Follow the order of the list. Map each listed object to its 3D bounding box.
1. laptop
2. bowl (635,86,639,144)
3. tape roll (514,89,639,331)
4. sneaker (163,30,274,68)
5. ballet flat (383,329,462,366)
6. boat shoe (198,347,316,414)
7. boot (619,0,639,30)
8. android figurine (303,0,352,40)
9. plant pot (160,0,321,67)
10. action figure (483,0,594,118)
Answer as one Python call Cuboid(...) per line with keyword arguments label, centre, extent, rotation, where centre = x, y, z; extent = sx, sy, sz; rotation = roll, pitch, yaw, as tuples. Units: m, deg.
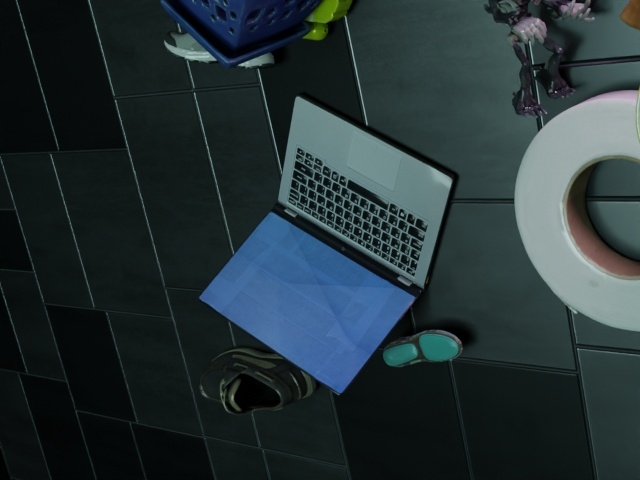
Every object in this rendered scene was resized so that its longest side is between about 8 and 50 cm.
Cuboid(label="laptop", centre=(0.000, 0.000, 2.102), extent=(0.382, 0.236, 0.408), rotation=(31, 128, 27))
Cuboid(label="bowl", centre=(0.592, -0.189, 1.511), extent=(0.289, 0.156, 0.289), rotation=(10, 113, 23))
Cuboid(label="tape roll", centre=(0.492, -0.043, 1.748), extent=(0.392, 0.072, 0.392), rotation=(20, 121, 36))
Cuboid(label="sneaker", centre=(-0.199, -0.403, 2.196), extent=(0.271, 0.100, 0.108), rotation=(11, 104, 34))
Cuboid(label="ballet flat", centre=(0.207, 0.203, 2.139), extent=(0.188, 0.070, 0.070), rotation=(-12, 102, 40))
Cuboid(label="boat shoe", centre=(-0.171, 0.321, 2.487), extent=(0.355, 0.130, 0.132), rotation=(-13, 101, 45))
Cuboid(label="boot", centre=(0.581, -0.342, 1.518), extent=(0.264, 0.096, 0.280), rotation=(32, 136, 11))
Cuboid(label="android figurine", centre=(-0.031, -0.491, 2.016), extent=(0.273, 0.056, 0.248), rotation=(13, 118, 40))
Cuboid(label="plant pot", centre=(-0.136, -0.452, 1.936), extent=(0.236, 0.236, 0.212), rotation=(44, 142, 22))
Cuboid(label="action figure", centre=(0.335, -0.339, 1.696), extent=(0.141, 0.164, 0.276), rotation=(26, 138, 54))
